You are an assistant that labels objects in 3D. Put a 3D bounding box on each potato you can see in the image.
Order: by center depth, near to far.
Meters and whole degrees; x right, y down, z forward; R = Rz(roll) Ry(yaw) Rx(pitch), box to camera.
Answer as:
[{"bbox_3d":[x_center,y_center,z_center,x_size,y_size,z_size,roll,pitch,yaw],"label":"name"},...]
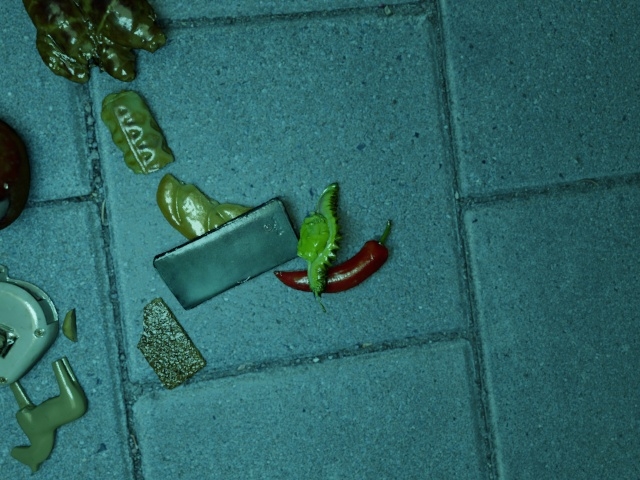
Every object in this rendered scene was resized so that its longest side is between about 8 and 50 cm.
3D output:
[{"bbox_3d":[-0.681,0.231,1.318,0.036,0.037,0.093,-3,92,-2],"label":"potato"}]

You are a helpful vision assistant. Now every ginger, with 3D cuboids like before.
[{"bbox_3d":[-0.579,-0.552,1.260,0.357,0.152,0.275,-4,91,-5],"label":"ginger"}]

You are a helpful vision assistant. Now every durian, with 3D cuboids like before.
[{"bbox_3d":[0.005,0.003,1.322,0.132,0.107,0.375,3,69,16],"label":"durian"}]

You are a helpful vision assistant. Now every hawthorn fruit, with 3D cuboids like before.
[{"bbox_3d":[-0.859,-0.162,1.179,0.308,0.325,0.308,9,131,11],"label":"hawthorn fruit"}]

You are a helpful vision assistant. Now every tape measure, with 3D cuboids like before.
[{"bbox_3d":[-0.825,0.217,1.256,0.265,0.130,0.258,27,85,-7],"label":"tape measure"}]

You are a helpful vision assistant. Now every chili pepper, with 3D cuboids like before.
[{"bbox_3d":[0.061,0.072,1.380,0.368,0.092,0.137,-24,87,-8],"label":"chili pepper"}]

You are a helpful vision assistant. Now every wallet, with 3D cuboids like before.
[{"bbox_3d":[-0.242,0.041,1.326,0.378,0.046,0.191,-26,116,-3],"label":"wallet"}]

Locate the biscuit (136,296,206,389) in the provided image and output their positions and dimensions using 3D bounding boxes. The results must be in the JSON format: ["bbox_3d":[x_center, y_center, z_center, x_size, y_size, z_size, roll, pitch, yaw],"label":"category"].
[{"bbox_3d":[-0.432,0.286,1.354,0.131,0.026,0.237,-34,96,-7],"label":"biscuit"}]

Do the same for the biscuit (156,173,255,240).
[{"bbox_3d":[-0.317,-0.063,1.354,0.299,0.045,0.154,21,90,-6],"label":"biscuit"}]

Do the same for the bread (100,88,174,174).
[{"bbox_3d":[-0.500,-0.288,1.311,0.128,0.088,0.232,-26,99,2],"label":"bread"}]

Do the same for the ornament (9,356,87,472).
[{"bbox_3d":[-0.736,0.470,1.302,0.230,0.061,0.245,-25,90,-4],"label":"ornament"}]
